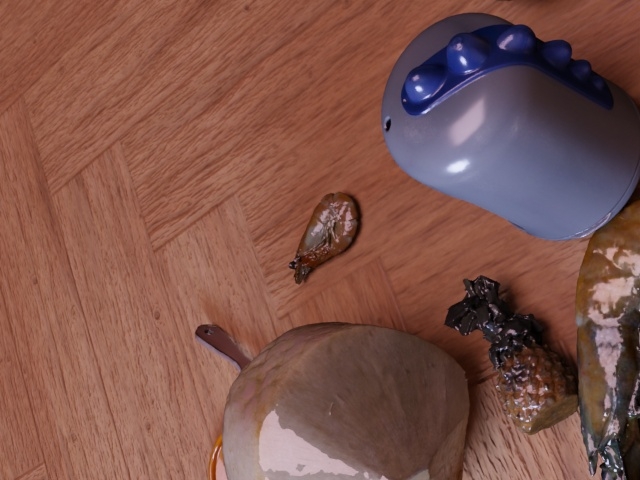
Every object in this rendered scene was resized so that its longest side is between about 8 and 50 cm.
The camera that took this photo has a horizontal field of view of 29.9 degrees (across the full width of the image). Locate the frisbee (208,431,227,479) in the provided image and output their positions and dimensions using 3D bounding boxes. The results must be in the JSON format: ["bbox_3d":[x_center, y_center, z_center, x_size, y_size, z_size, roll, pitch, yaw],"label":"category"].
[{"bbox_3d":[-0.122,0.412,2.083,0.192,0.035,0.192,-3,86,42],"label":"frisbee"}]

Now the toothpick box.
[{"bbox_3d":[0.241,-0.160,1.540,0.263,0.354,0.263,-19,62,41],"label":"toothpick box"}]

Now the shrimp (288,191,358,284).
[{"bbox_3d":[0.000,0.000,1.982,0.091,0.043,0.184,51,119,26],"label":"shrimp"}]

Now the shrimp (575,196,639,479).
[{"bbox_3d":[0.454,0.160,1.558,0.272,0.085,0.445,6,89,36],"label":"shrimp"}]

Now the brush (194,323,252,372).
[{"bbox_3d":[-0.123,0.240,2.074,0.313,0.072,0.067,34,124,38],"label":"brush"}]

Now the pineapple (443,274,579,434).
[{"bbox_3d":[0.268,0.151,1.691,0.111,0.119,0.237,-40,62,19],"label":"pineapple"}]

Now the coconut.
[{"bbox_3d":[0.045,0.310,1.736,0.415,0.344,0.415,171,90,-67],"label":"coconut"}]
